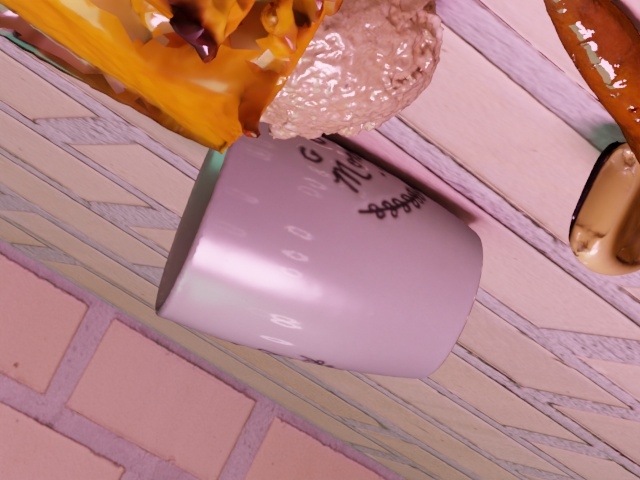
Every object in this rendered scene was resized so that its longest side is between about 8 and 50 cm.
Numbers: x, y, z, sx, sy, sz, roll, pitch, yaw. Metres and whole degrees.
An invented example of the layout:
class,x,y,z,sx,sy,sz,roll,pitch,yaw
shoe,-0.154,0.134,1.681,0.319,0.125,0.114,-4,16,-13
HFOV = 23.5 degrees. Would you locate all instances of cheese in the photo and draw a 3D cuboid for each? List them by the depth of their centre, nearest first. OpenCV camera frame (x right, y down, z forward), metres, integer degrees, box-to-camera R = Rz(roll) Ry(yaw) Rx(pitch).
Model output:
class,x,y,z,sx,sy,sz,roll,pitch,yaw
cheese,0.216,-0.010,1.011,0.036,0.086,0.162,25,-178,34

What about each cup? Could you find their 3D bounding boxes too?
class,x,y,z,sx,sy,sz,roll,pitch,yaw
cup,0.000,0.000,1.298,0.234,0.186,0.258,21,-162,-12

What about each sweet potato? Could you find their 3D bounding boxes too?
class,x,y,z,sx,sy,sz,roll,pitch,yaw
sweet potato,0.197,-0.065,0.869,0.057,0.057,0.264,13,158,43

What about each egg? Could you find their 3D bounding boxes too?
class,x,y,z,sx,sy,sz,roll,pitch,yaw
egg,0.001,-0.117,0.897,0.140,0.118,0.116,3,-177,3

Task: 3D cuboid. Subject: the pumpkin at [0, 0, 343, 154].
class,x,y,z,sx,sy,sz,roll,pitch,yaw
pumpkin,-0.078,-0.180,0.517,0.256,0.225,0.303,34,169,-3
